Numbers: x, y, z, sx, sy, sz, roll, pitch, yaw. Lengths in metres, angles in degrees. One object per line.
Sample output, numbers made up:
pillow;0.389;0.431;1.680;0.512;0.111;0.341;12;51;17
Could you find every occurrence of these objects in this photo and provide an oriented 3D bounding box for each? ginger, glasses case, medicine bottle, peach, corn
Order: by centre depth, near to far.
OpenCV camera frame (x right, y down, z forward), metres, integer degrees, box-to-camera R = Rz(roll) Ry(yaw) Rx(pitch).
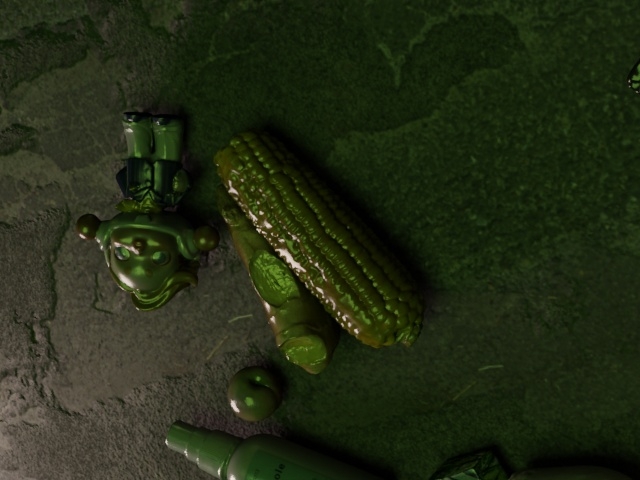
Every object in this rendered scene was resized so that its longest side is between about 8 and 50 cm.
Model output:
corn;0.000;0.000;1.696;0.363;0.120;0.120;45;126;5
ginger;-0.059;0.044;1.760;0.086;0.131;0.294;-34;80;28
glasses case;0.259;0.421;1.774;0.095;0.062;0.272;-27;98;49
peach;-0.096;0.224;1.879;0.083;0.083;0.083;12;118;24
medicine bottle;-0.068;0.346;1.900;0.352;0.110;0.110;18;120;21

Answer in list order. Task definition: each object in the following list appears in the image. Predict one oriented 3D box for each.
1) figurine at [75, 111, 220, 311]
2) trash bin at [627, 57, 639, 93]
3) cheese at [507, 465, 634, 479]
figurine;-0.247;-0.044;1.813;0.194;0.133;0.274;-17;99;10
trash bin;0.485;-0.203;1.269;0.277;0.217;0.262;29;123;8
cheese;0.346;0.378;1.661;0.189;0.154;0.198;-24;101;31
